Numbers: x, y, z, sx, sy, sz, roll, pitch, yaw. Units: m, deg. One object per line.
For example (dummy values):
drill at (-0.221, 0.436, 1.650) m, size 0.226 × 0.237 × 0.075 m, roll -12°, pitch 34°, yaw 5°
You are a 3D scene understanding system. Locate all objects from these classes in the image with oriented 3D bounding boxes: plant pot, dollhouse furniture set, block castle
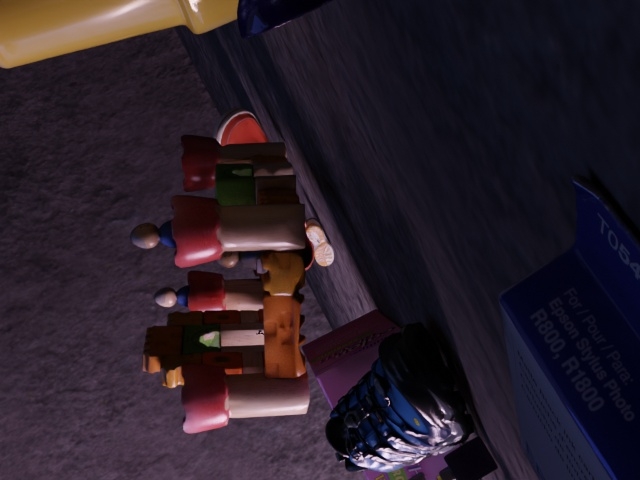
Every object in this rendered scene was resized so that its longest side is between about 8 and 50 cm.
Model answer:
plant pot at (-0.192, -0.266, 0.910) m, size 0.254 × 0.239 × 0.254 m, roll 64°, pitch 176°, yaw 8°
dollhouse furniture set at (0.153, 0.263, 1.087) m, size 0.114 × 0.091 × 0.081 m, roll 59°, pitch -170°, yaw 18°
block castle at (-0.137, 0.041, 1.494) m, size 0.453 × 0.212 × 0.303 m, roll -109°, pitch 17°, yaw -73°

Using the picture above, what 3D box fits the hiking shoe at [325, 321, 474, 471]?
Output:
hiking shoe at (0.071, 0.178, 1.098) m, size 0.304 × 0.132 × 0.113 m, roll 76°, pitch 168°, yaw -65°

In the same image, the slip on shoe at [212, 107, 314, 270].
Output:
slip on shoe at (-0.092, -0.081, 1.938) m, size 0.101 × 0.123 × 0.331 m, roll 9°, pitch 127°, yaw 45°

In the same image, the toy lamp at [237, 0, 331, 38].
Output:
toy lamp at (-0.074, -0.251, 0.617) m, size 0.275 × 0.080 × 0.080 m, roll 65°, pitch 176°, yaw -14°

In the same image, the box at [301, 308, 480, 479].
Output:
box at (0.081, 0.215, 1.370) m, size 0.214 × 0.117 × 0.243 m, roll 64°, pitch 176°, yaw -5°

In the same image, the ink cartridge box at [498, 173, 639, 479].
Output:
ink cartridge box at (0.141, 0.119, 0.430) m, size 0.223 × 0.045 × 0.224 m, roll 61°, pitch 175°, yaw 35°

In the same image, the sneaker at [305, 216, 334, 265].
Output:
sneaker at (0.000, 0.000, 1.722) m, size 0.037 × 0.031 × 0.083 m, roll -97°, pitch -9°, yaw -57°
